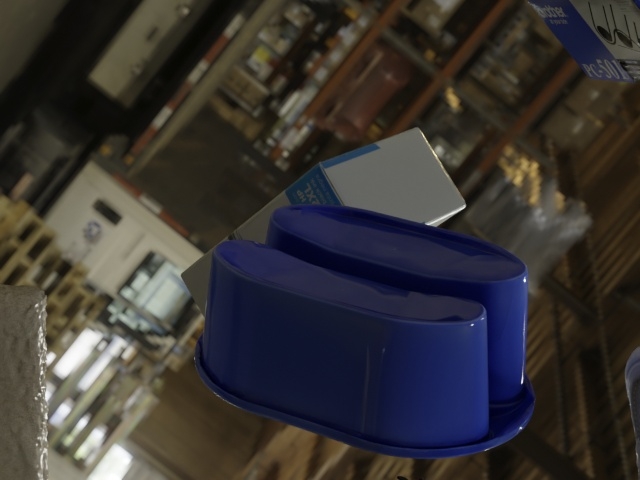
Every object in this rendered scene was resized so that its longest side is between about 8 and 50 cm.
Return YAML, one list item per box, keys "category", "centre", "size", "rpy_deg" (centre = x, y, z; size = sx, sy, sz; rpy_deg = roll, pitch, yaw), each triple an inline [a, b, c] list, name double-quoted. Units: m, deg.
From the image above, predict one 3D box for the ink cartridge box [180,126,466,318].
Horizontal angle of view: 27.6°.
- category: "ink cartridge box"
  centre: [0.000, 0.000, 1.691]
  size: [0.307, 0.129, 0.223]
  rpy_deg: [-36, 173, 41]

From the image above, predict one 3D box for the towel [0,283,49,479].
- category: "towel"
  centre: [-0.347, 0.172, 1.216]
  size: [0.049, 0.187, 0.282]
  rpy_deg: [-114, -153, -73]

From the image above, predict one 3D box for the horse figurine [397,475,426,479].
- category: "horse figurine"
  centre: [0.199, 0.291, 1.357]
  size: [0.263, 0.174, 0.066]
  rpy_deg: [31, 60, -64]

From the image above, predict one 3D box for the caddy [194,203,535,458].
- category: "caddy"
  centre: [0.043, 0.096, 1.253]
  size: [0.241, 0.341, 0.179]
  rpy_deg: [-33, 132, -56]

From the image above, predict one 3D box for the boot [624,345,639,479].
- category: "boot"
  centre: [0.359, 0.238, 1.307]
  size: [0.095, 0.258, 0.123]
  rpy_deg: [-11, -155, 39]

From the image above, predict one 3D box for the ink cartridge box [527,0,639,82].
- category: "ink cartridge box"
  centre: [0.247, -0.175, 1.051]
  size: [0.046, 0.097, 0.207]
  rpy_deg: [-43, -165, -2]
